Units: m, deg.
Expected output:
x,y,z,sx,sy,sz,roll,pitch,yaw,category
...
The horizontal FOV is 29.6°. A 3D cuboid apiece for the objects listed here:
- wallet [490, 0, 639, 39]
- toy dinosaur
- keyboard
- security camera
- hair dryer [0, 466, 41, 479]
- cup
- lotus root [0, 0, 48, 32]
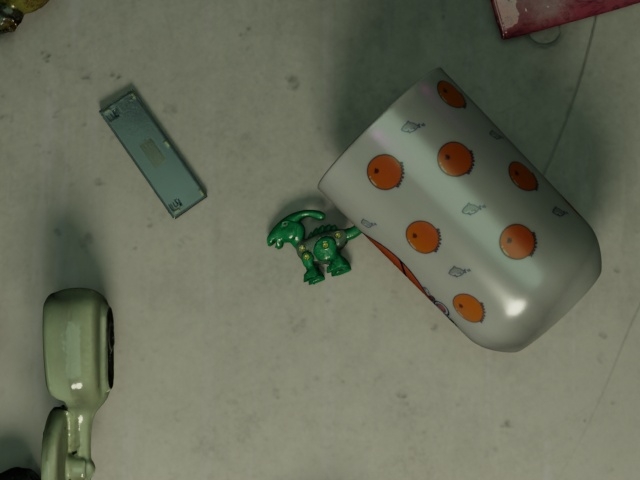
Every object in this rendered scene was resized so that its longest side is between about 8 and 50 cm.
x,y,z,sx,sy,sz,roll,pitch,yaw,category
0.332,-0.350,1.592,0.232,0.025,0.119,-16,93,-3,wallet
0.000,0.000,1.562,0.132,0.059,0.096,-24,79,7,toy dinosaur
-0.220,-0.114,1.594,0.055,0.014,0.176,-35,85,-3,keyboard
-0.298,0.210,1.495,0.080,0.157,0.301,0,83,-1,security camera
-0.480,0.251,1.529,0.189,0.107,0.352,-26,79,-4,hair dryer
0.181,-0.027,1.481,0.212,0.212,0.317,-44,86,-3,cup
-0.389,-0.364,1.585,0.113,0.088,0.192,13,86,18,lotus root
